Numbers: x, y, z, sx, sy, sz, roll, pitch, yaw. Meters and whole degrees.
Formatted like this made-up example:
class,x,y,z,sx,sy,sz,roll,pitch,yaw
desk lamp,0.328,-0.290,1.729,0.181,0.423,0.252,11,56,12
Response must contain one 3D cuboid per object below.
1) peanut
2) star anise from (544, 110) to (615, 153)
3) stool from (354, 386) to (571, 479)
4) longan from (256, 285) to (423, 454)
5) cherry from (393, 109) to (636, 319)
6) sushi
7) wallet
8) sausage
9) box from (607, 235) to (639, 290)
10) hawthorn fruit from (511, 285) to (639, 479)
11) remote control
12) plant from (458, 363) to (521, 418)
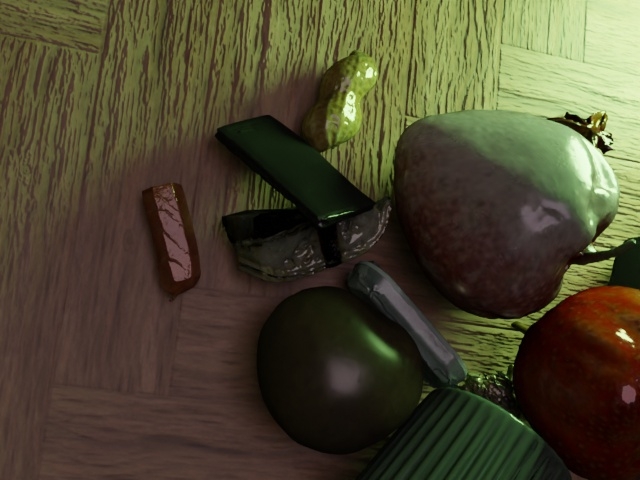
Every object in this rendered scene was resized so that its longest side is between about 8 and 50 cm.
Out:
class,x,y,z,sx,sy,sz,roll,pitch,yaw
peanut,0.034,-0.221,1.451,0.089,0.089,0.193,27,75,-12
star anise,0.459,-0.150,1.594,0.158,0.144,0.140,-15,41,-26
stool,0.170,0.412,1.290,0.297,0.297,0.330,44,67,-7
longan,0.022,0.183,1.310,0.246,0.215,0.246,13,71,-42
cherry,0.285,-0.057,1.396,0.326,0.291,0.335,-25,74,-3
sushi,-0.001,-0.002,1.397,0.273,0.134,0.109,-9,98,-34
wallet,-0.038,-0.110,1.358,0.124,0.025,0.244,-21,53,-43
sausage,-0.216,0.003,1.343,0.065,0.065,0.169,-12,85,-19
box,0.629,0.180,1.480,0.359,0.091,0.350,10,77,26
hawthorn fruit,0.414,0.199,1.389,0.287,0.330,0.287,-19,125,-30
remote control,0.131,0.133,1.411,0.052,0.104,0.247,-43,95,-20
plant,0.281,0.253,1.467,0.122,0.104,0.117,-38,132,-46
